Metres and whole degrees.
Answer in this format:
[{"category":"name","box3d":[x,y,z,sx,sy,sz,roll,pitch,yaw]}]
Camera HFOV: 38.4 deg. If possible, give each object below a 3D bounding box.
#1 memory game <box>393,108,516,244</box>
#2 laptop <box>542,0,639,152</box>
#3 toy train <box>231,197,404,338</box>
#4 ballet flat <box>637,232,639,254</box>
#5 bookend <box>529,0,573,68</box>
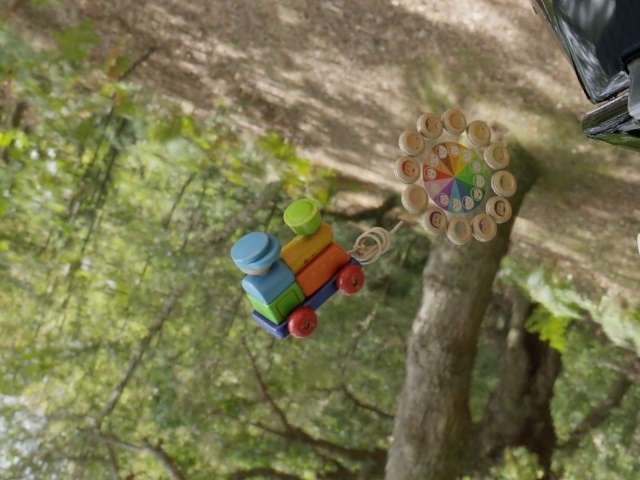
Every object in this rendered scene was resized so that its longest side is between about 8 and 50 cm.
[{"category":"memory game","box3d":[0.178,-0.084,1.195,0.186,0.186,0.012,20,160,-19]},{"category":"laptop","box3d":[0.221,-0.166,0.188,0.408,0.236,0.382,13,166,-16]},{"category":"toy train","box3d":[0.000,0.000,1.203,0.105,0.248,0.143,30,153,45]},{"category":"ballet flat","box3d":[0.360,-0.028,0.836,0.116,0.342,0.124,18,-178,-27]},{"category":"bookend","box3d":[0.247,-0.224,0.741,0.072,0.157,0.156,51,-161,-29]}]
